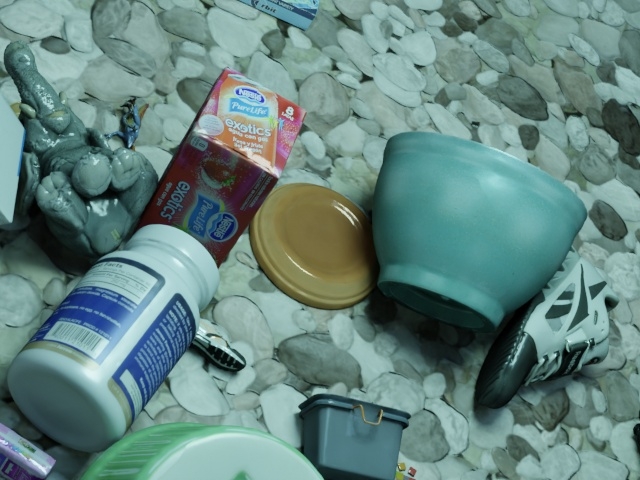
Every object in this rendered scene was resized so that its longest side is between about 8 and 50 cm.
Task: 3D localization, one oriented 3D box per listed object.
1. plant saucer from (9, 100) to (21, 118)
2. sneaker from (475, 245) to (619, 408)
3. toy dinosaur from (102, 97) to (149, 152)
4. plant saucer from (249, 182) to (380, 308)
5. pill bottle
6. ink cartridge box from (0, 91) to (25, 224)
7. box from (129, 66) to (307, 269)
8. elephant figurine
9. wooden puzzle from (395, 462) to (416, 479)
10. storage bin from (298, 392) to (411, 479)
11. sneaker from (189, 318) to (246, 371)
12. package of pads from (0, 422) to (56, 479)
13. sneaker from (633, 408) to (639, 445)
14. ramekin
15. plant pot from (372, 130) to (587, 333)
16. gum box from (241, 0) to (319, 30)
[{"bbox_3d":[-0.380,-0.145,1.910,0.083,0.015,0.083,15,53,-20],"label":"plant saucer"},{"bbox_3d":[0.334,0.139,2.046,0.146,0.122,0.330,39,48,2],"label":"sneaker"},{"bbox_3d":[-0.250,-0.151,1.973,0.090,0.047,0.082,-5,79,-44],"label":"toy dinosaur"},{"bbox_3d":[0.000,0.000,2.011,0.200,0.037,0.200,15,53,-20],"label":"plant saucer"},{"bbox_3d":[-0.235,0.108,1.720,0.153,0.153,0.265,37,50,-2],"label":"pill bottle"},{"bbox_3d":[-0.461,-0.083,1.705,0.203,0.086,0.148,-9,54,13],"label":"ink cartridge box"},{"bbox_3d":[-0.131,-0.078,1.842,0.122,0.257,0.128,28,49,-8],"label":"box"},{"bbox_3d":[-0.325,-0.102,1.830,0.239,0.186,0.169,39,5,34],"label":"elephant figurine"},{"bbox_3d":[0.099,0.318,1.865,0.049,0.006,0.083,22,50,-15],"label":"wooden puzzle"},{"bbox_3d":[0.043,0.254,1.827,0.135,0.098,0.091,15,63,-20],"label":"storage bin"},{"bbox_3d":[-0.137,0.125,1.844,0.109,0.040,0.044,35,46,-5],"label":"sneaker"},{"bbox_3d":[-0.343,0.244,1.636,0.083,0.050,0.032,34,43,-4],"label":"package of pads"},{"bbox_3d":[0.489,0.299,2.041,0.135,0.097,0.276,40,46,0],"label":"sneaker"},{"bbox_3d":[-0.119,0.341,1.573,0.303,0.148,0.303,8,74,-27],"label":"ramekin"},{"bbox_3d":[0.190,0.005,1.981,0.293,0.293,0.196,26,77,-12],"label":"plant pot"},{"bbox_3d":[-0.070,-0.430,2.268,0.157,0.041,0.184,23,49,-15],"label":"gum box"}]
